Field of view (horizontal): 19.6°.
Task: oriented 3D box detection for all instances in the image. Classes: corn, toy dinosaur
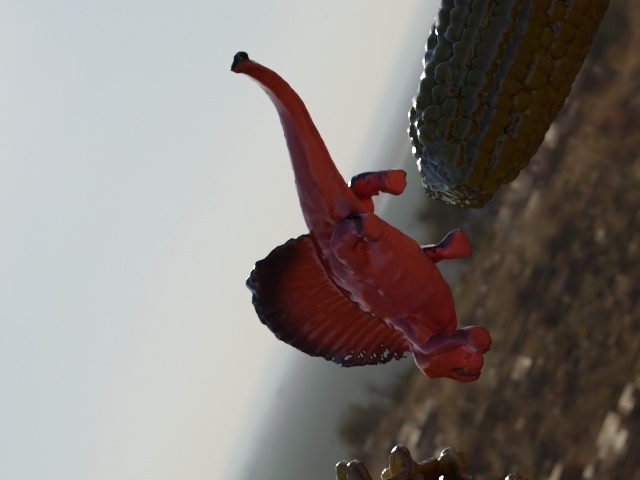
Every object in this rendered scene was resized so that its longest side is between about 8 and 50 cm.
[{"bbox_3d":[0.119,-0.141,1.059,0.097,0.097,0.261,115,176,-79],"label":"corn"},{"bbox_3d":[-0.003,0.005,1.159,0.139,0.286,0.070,-25,31,37],"label":"toy dinosaur"}]

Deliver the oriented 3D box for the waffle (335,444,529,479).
[{"bbox_3d":[0.104,0.297,1.522,0.069,0.293,0.259,117,169,-58],"label":"waffle"}]
